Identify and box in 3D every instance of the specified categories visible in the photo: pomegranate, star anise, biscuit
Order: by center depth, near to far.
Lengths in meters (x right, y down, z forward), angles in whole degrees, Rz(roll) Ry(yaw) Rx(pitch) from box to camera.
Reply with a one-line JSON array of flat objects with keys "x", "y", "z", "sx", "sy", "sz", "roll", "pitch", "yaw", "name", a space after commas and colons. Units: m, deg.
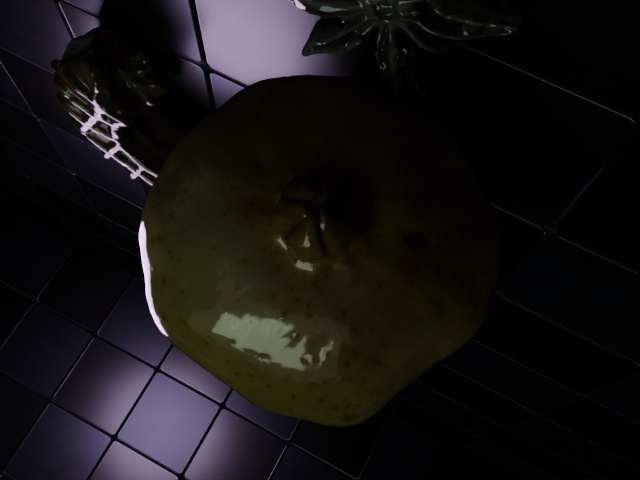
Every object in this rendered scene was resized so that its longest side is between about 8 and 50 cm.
[{"x": 0.062, "y": -0.204, "z": 0.570, "sx": 0.209, "sy": 0.089, "sz": 0.231, "roll": 17, "pitch": 160, "yaw": 0, "name": "star anise"}, {"x": 0.000, "y": 0.000, "z": 0.707, "sx": 0.410, "sy": 0.410, "sz": 0.410, "roll": 26, "pitch": 159, "yaw": 11, "name": "pomegranate"}, {"x": -0.247, "y": -0.160, "z": 1.051, "sx": 0.366, "sy": 0.115, "sz": 0.268, "roll": 40, "pitch": 157, "yaw": -21, "name": "biscuit"}]
